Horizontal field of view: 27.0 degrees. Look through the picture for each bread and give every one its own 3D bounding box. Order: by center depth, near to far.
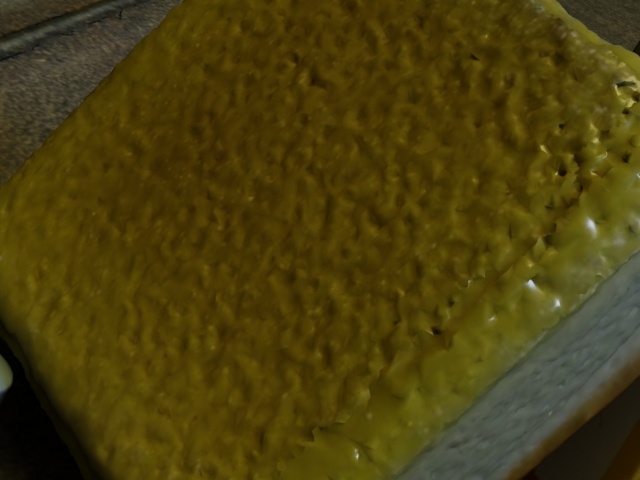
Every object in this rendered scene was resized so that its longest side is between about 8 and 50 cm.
[{"bbox_3d":[0.000,0.000,0.683,0.323,0.333,0.143,50,6,39],"label":"bread"}]

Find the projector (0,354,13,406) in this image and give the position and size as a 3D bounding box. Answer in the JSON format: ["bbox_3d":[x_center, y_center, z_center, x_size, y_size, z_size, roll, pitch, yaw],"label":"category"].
[{"bbox_3d":[-0.318,0.032,0.625,0.259,0.079,0.257,40,26,23],"label":"projector"}]

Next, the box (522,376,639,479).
[{"bbox_3d":[0.221,0.073,0.822,0.283,0.259,0.214,4,31,-38],"label":"box"}]

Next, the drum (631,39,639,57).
[{"bbox_3d":[0.467,-0.075,1.231,0.431,0.214,0.431,12,46,-13],"label":"drum"}]
